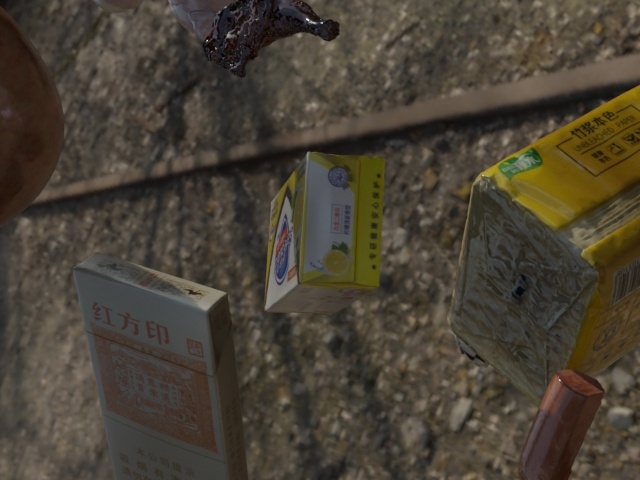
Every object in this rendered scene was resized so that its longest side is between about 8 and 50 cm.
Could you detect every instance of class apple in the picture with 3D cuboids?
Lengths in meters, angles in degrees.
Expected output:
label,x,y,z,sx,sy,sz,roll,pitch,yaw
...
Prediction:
label,x,y,z,sx,sy,sz,roll,pitch,yaw
apple,-0.465,-0.154,1.235,0.269,0.344,0.345,10,76,64

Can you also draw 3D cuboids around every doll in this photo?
label,x,y,z,sx,sy,sz,roll,pitch,yaw
doll,-0.224,-0.355,1.481,0.094,0.365,0.160,-38,63,29

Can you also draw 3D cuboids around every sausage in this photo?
label,x,y,z,sx,sy,sz,roll,pitch,yaw
sausage,0.279,0.238,1.274,0.065,0.065,0.169,-125,47,-58

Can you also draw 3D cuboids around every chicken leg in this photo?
label,x,y,z,sx,sy,sz,roll,pitch,yaw
chicken leg,-0.060,-0.239,1.216,0.205,0.053,0.093,-18,66,45

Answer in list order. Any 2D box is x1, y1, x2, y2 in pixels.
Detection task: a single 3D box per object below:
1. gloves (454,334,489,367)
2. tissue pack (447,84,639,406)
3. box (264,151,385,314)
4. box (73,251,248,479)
label,x,y,z,sx,sy,sz,roll,pitch,yaw
gloves,0.265,0.126,1.772,0.212,0.111,0.128,-53,14,50
tissue pack,0.375,-0.009,1.398,0.228,0.382,0.293,43,146,32
box,0.000,0.000,1.372,0.265,0.097,0.168,141,134,-75
box,-0.193,0.198,1.356,0.204,0.365,0.051,16,37,27
